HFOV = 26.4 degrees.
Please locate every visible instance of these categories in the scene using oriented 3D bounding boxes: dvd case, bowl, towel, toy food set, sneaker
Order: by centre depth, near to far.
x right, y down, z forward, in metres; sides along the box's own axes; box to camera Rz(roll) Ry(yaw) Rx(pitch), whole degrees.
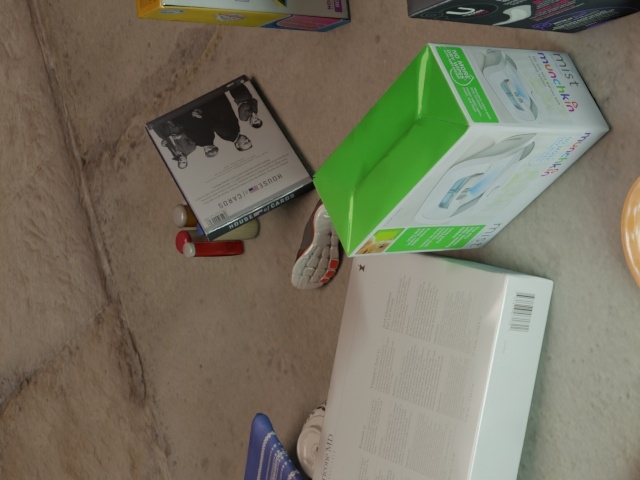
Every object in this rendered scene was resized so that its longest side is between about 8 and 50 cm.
[{"bbox_3d":[0.019,0.297,1.939,0.170,0.080,0.170,2,93,52],"label":"bowl"},{"bbox_3d":[-0.019,0.435,1.973,0.336,0.040,0.243,53,150,34],"label":"towel"},{"bbox_3d":[0.000,0.000,1.982,0.065,0.061,0.158,-101,31,-57],"label":"sneaker"},{"bbox_3d":[-0.140,-0.128,2.057,0.239,0.179,0.030,59,172,31],"label":"dvd case"},{"bbox_3d":[-0.186,-0.029,2.159,0.232,0.104,0.111,-6,87,52],"label":"toy food set"}]

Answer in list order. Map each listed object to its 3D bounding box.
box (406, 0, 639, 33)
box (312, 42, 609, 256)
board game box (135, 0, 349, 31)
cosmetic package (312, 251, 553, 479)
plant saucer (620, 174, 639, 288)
[{"bbox_3d":[0.235,-0.319,1.479,0.165,0.270,0.143,-13,82,51],"label":"box"},{"bbox_3d":[0.161,-0.105,1.616,0.262,0.231,0.127,-47,56,42],"label":"box"},{"bbox_3d":[-0.112,-0.418,1.877,0.064,0.316,0.242,-12,82,52],"label":"board game box"},{"bbox_3d":[0.132,0.206,1.742,0.284,0.097,0.377,14,94,49],"label":"cosmetic package"},{"bbox_3d":[0.406,0.004,1.438,0.200,0.037,0.200,29,129,42],"label":"plant saucer"}]
